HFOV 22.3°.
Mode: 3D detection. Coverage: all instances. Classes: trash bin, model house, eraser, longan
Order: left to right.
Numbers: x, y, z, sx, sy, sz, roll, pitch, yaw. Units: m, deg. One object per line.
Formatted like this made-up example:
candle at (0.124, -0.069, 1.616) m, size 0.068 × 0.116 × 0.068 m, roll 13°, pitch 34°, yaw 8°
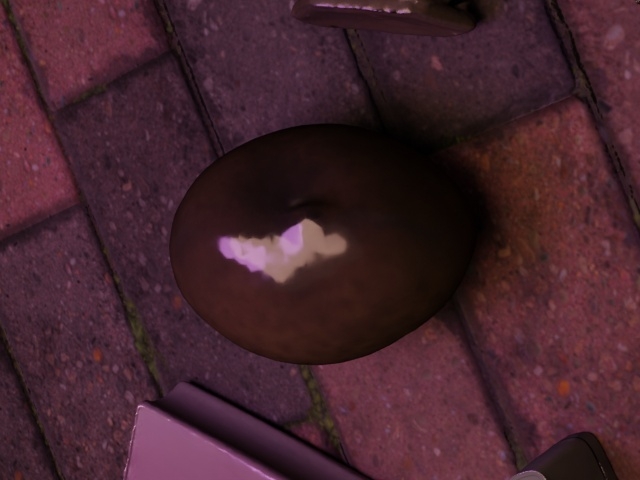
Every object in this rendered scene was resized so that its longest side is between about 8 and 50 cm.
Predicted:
eraser at (-0.086, 0.375, 2.066) m, size 0.359 × 0.122 × 0.272 m, roll 23°, pitch 113°, yaw 28°
longan at (0.000, 0.000, 1.806) m, size 0.350 × 0.288 × 0.288 m, roll -8°, pitch 98°, yaw 28°
model house at (0.060, -0.317, 1.764) m, size 0.229 × 0.122 × 0.188 m, roll 8°, pitch 103°, yaw 29°
trash bin at (0.273, 0.283, 1.773) m, size 0.059 × 0.130 × 0.116 m, roll -27°, pitch 86°, yaw 37°

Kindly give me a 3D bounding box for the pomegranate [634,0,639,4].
pomegranate at (0.353, -0.255, 1.609) m, size 0.073 × 0.085 × 0.073 m, roll 43°, pitch 141°, yaw 50°
